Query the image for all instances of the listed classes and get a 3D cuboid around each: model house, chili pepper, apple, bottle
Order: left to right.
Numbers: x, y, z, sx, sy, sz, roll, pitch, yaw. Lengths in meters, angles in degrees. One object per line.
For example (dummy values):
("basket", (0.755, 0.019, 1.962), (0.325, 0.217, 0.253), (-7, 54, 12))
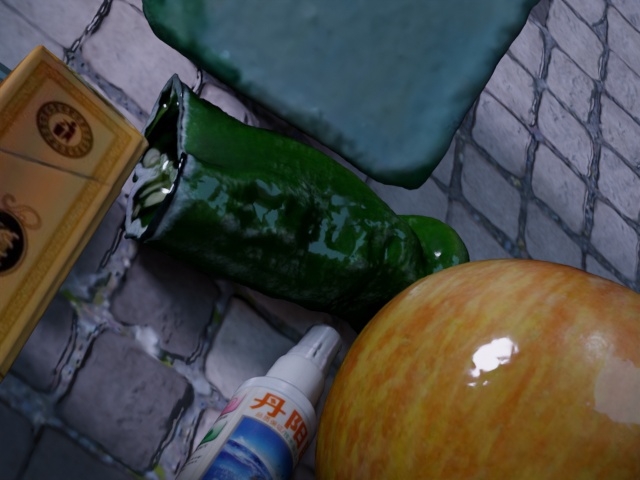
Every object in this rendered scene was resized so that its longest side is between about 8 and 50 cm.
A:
("bottle", (-0.039, 0.120, 0.800), (0.060, 0.060, 0.217), (48, 38, -11))
("model house", (-0.017, -0.211, 0.984), (0.280, 0.230, 0.249), (32, 1, -29))
("chili pepper", (0.000, 0.000, 0.902), (0.270, 0.099, 0.136), (26, 22, -26))
("apple", (0.120, 0.146, 0.796), (0.264, 0.264, 0.264), (27, 46, -32))

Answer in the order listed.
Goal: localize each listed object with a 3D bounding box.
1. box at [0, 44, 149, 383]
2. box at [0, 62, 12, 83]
("box", (-0.197, 0.052, 0.583), (0.076, 0.174, 0.274), (43, 40, -18))
("box", (-0.190, -0.044, 0.776), (0.091, 0.031, 0.126), (38, 43, -22))
